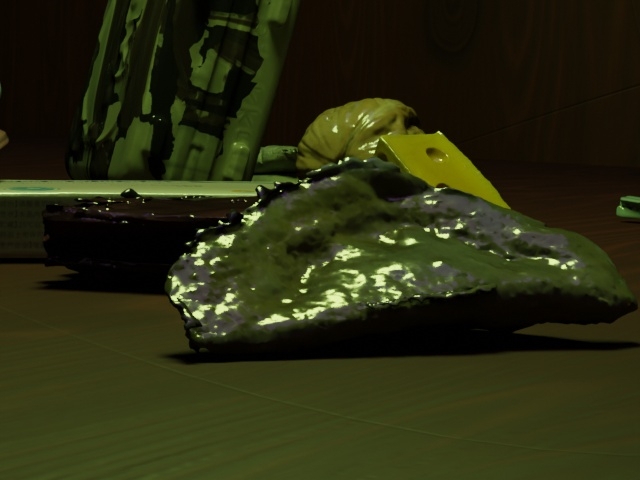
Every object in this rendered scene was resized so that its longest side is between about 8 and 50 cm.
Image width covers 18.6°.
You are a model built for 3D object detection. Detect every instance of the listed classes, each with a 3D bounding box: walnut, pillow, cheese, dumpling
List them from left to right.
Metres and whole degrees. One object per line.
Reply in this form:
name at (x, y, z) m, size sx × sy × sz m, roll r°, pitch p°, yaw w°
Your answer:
pillow at (-0.073, -0.083, 2.518) m, size 0.181 × 0.077 × 0.134 m, roll 1°, pitch 1°, yaw 36°
walnut at (0.057, -0.080, 2.120) m, size 0.155 × 0.155 × 0.184 m, roll 3°, pitch 3°, yaw 21°
dumpling at (0.039, 0.024, 1.325) m, size 0.332 × 0.086 × 0.166 m, roll -1°, pitch 38°, yaw -23°
cheese at (0.129, -0.018, 1.936) m, size 0.171 × 0.126 × 0.093 m, roll 32°, pitch 25°, yaw 36°

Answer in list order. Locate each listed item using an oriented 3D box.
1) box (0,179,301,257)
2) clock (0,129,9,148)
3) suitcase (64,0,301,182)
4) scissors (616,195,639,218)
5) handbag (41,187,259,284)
box at (-0.166, -0.022, 1.863) m, size 0.343 × 0.065 × 0.200 m, roll 0°, pitch 5°, yaw -13°
clock at (-0.413, -0.053, 1.871) m, size 0.244 × 0.056 × 0.244 m, roll -21°, pitch 10°, yaw 4°
suitcase at (-0.162, -0.197, 2.269) m, size 0.194 × 0.351 × 0.339 m, roll 17°, pitch -3°, yaw -25°
scissors at (0.465, -0.029, 2.309) m, size 0.256 × 0.030 × 0.125 m, roll 9°, pitch 7°, yaw 40°
handbag at (-0.113, -0.002, 1.641) m, size 0.216 × 0.074 × 0.203 m, roll 1°, pitch 5°, yaw 11°
